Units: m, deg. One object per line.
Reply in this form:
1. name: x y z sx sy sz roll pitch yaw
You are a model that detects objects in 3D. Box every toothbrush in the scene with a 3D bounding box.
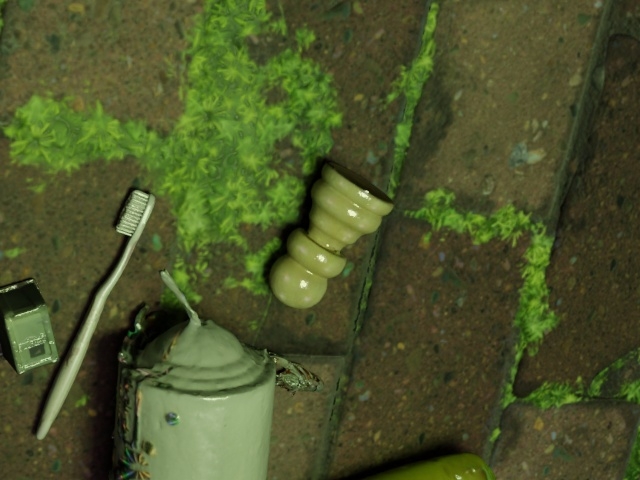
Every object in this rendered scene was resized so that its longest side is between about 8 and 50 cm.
1. toothbrush: -0.256 0.083 1.589 0.029 0.025 0.307 22 98 -23

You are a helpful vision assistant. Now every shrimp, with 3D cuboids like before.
1. shrimp: -0.037 0.166 1.732 0.092 0.029 0.038 34 101 -27

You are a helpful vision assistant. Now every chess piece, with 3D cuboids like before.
1. chess piece: 0.000 0.000 1.656 0.094 0.094 0.170 28 103 -32

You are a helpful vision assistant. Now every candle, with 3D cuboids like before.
1. candle: -0.142 0.181 1.593 0.187 0.187 0.330 -3 110 -25

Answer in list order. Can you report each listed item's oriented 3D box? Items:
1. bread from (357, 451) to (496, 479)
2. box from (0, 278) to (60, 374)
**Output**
1. bread: 0.050 0.375 1.805 0.383 0.112 0.166 -15 113 -20
2. box: -0.318 0.094 1.540 0.060 0.063 0.085 -16 115 -19
